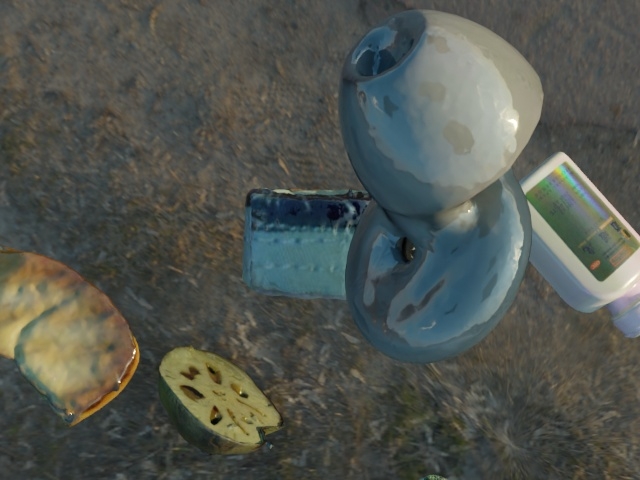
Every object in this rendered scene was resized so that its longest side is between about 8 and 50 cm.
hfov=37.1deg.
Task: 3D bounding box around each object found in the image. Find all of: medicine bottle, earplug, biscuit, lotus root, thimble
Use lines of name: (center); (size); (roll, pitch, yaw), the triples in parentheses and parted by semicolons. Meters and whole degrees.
medicine bottle: (0.303, 0.010, 1.092); (0.115, 0.078, 0.219); (-36, 82, -29)
earplug: (0.094, -0.046, 0.872); (0.175, 0.214, 0.325); (-9, 116, -27)
biscuit: (-0.352, 0.092, 1.142); (0.299, 0.045, 0.154); (32, 75, 10)
lotus root: (-0.152, 0.238, 1.327); (0.203, 0.183, 0.078); (47, 112, 39)
thimble: (0.000, 0.000, 1.275); (0.237, 0.237, 0.150); (0, 94, 11)

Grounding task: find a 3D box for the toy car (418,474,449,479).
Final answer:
toy car: (0.165, 0.317, 1.097); (0.142, 0.055, 0.069); (12, 99, 49)
